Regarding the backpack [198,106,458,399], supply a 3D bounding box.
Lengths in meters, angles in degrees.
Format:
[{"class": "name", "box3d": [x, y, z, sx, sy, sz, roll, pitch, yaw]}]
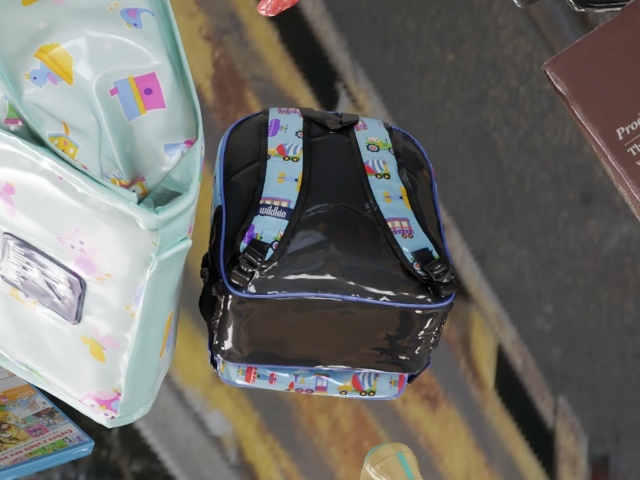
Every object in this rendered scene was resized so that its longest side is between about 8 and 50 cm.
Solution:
[{"class": "backpack", "box3d": [0.000, 0.000, 1.237, 0.158, 0.173, 0.117, 3, 136, -10]}]

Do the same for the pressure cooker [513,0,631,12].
[{"class": "pressure cooker", "box3d": [0.200, -0.366, 1.280, 0.420, 0.375, 0.370, 55, 161, -3]}]

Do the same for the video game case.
[{"class": "video game case", "box3d": [-0.289, 0.143, 1.659, 0.166, 0.119, 0.015, 37, 121, 29]}]

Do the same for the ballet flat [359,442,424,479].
[{"class": "ballet flat", "box3d": [0.066, 0.307, 1.969, 0.080, 0.073, 0.232, -17, 134, -22]}]

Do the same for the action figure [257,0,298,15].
[{"class": "action figure", "box3d": [-0.141, -0.242, 1.730, 0.139, 0.091, 0.280, -17, 172, 24]}]

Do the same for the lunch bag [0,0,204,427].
[{"class": "lunch bag", "box3d": [-0.156, -0.040, 1.200, 0.160, 0.262, 0.223, -10, 143, -24]}]

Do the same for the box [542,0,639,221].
[{"class": "box", "box3d": [0.267, -0.045, 1.137, 0.168, 0.203, 0.167, -34, 148, 7]}]
